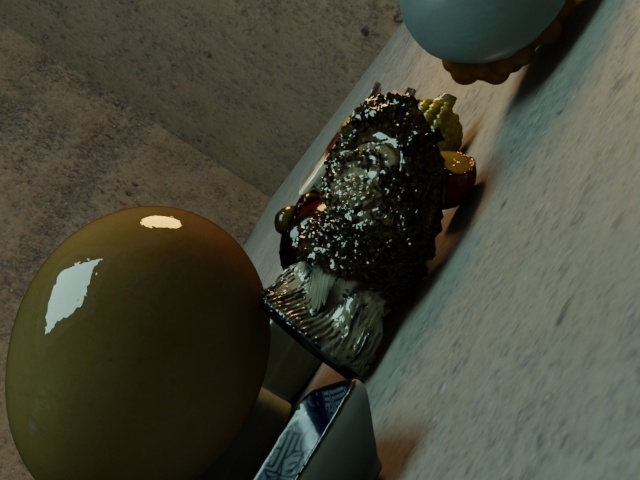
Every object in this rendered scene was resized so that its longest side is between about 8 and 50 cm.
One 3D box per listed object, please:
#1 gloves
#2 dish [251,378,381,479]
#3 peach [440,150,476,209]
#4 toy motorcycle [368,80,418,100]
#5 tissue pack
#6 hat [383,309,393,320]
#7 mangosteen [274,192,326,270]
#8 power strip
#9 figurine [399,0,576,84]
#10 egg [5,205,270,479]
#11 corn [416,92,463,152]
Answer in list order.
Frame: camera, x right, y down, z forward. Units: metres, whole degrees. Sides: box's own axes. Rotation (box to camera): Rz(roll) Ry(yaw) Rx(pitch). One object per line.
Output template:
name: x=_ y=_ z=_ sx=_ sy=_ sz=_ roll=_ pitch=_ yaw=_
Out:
gloves: x=0.051 y=-0.014 z=1.421 sx=0.312 sy=0.135 sz=0.210 roll=-62 pitch=22 yaw=6
dish: x=-0.022 y=0.245 z=1.095 sx=0.243 sy=0.080 sz=0.182 roll=-57 pitch=7 yaw=-17
peach: x=0.152 y=-0.072 z=1.439 sx=0.083 sy=0.050 sz=0.077 roll=103 pitch=167 yaw=-67
toy motorcycle: x=0.101 y=-0.149 z=1.999 sx=0.260 sy=0.110 sz=0.171 roll=-59 pitch=-7 yaw=-66
tissue pack: x=0.047 y=-0.123 z=2.213 sx=0.149 sy=0.106 sz=0.099 roll=-55 pitch=8 yaw=20
hat: x=0.052 y=0.068 z=1.505 sx=0.146 sy=0.067 sz=0.146 roll=-17 pitch=49 yaw=20
mangosteen: x=0.000 y=0.000 z=1.801 sx=0.152 sy=0.152 sz=0.152 roll=-56 pitch=7 yaw=10
power strip: x=-0.113 y=0.211 z=1.694 sx=0.261 sy=0.141 sz=0.229 roll=-60 pitch=8 yaw=-3
figurine: x=0.210 y=-0.314 z=1.580 sx=0.224 sy=0.205 sz=0.382 roll=-49 pitch=0 yaw=10
egg: x=-0.217 y=0.142 z=1.499 sx=0.301 sy=0.301 sz=0.374 roll=-175 pitch=101 yaw=-83
corn: x=0.106 y=-0.081 z=1.641 sx=0.262 sy=0.097 sz=0.097 roll=-59 pitch=7 yaw=-10
